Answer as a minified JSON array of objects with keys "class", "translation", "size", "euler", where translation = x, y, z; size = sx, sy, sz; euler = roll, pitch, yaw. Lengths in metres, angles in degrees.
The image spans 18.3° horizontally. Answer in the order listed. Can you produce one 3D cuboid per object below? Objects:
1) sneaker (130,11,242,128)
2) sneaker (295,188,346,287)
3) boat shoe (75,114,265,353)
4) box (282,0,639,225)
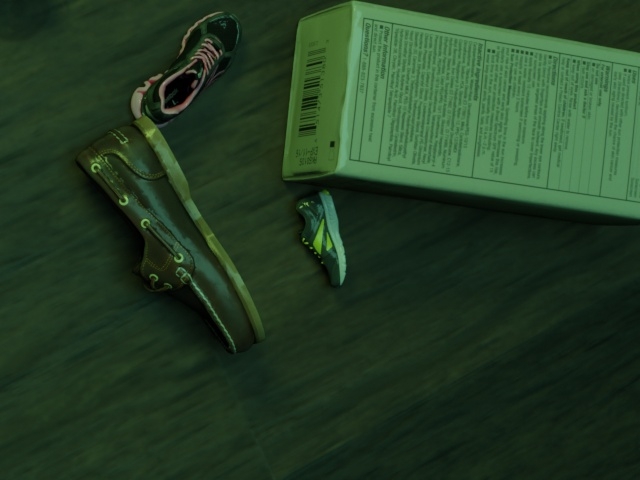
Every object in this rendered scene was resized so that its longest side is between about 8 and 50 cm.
[{"class":"sneaker","translation":[-0.100,-0.138,1.599],"size":[0.047,0.057,0.119],"euler":[42,73,-14]},{"class":"sneaker","translation":[0.000,0.000,1.655],"size":[0.035,0.031,0.083],"euler":[-12,95,-3]},{"class":"boat shoe","translation":[-0.121,0.006,1.581],"size":[0.073,0.073,0.207],"euler":[-32,94,-19]},{"class":"box","translation":[0.137,-0.100,1.662],"size":[0.311,0.121,0.148],"euler":[9,85,-22]}]
